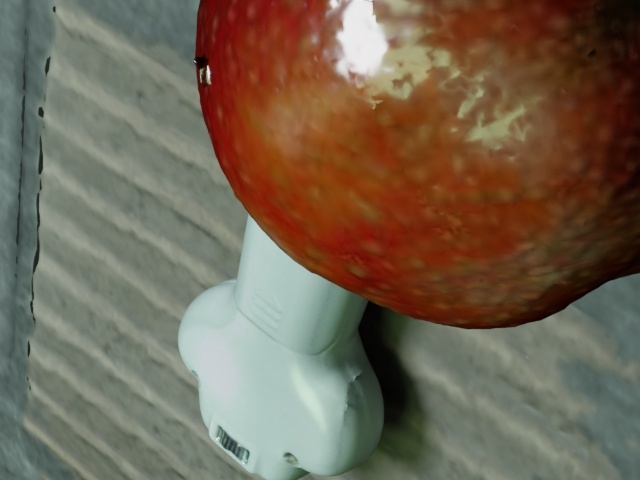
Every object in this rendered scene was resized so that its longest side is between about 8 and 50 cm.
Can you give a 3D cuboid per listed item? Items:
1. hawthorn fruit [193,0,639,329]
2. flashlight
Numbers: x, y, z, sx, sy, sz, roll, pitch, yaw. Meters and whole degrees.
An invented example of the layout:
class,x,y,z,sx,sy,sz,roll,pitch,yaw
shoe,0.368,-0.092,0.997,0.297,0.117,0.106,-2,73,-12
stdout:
class,x,y,z,sx,sy,sz,roll,pitch,yaw
hawthorn fruit,0.044,-0.059,0.504,0.188,0.169,0.169,-10,101,53
flashlight,0.000,0.000,0.661,0.093,0.047,0.200,37,129,30
